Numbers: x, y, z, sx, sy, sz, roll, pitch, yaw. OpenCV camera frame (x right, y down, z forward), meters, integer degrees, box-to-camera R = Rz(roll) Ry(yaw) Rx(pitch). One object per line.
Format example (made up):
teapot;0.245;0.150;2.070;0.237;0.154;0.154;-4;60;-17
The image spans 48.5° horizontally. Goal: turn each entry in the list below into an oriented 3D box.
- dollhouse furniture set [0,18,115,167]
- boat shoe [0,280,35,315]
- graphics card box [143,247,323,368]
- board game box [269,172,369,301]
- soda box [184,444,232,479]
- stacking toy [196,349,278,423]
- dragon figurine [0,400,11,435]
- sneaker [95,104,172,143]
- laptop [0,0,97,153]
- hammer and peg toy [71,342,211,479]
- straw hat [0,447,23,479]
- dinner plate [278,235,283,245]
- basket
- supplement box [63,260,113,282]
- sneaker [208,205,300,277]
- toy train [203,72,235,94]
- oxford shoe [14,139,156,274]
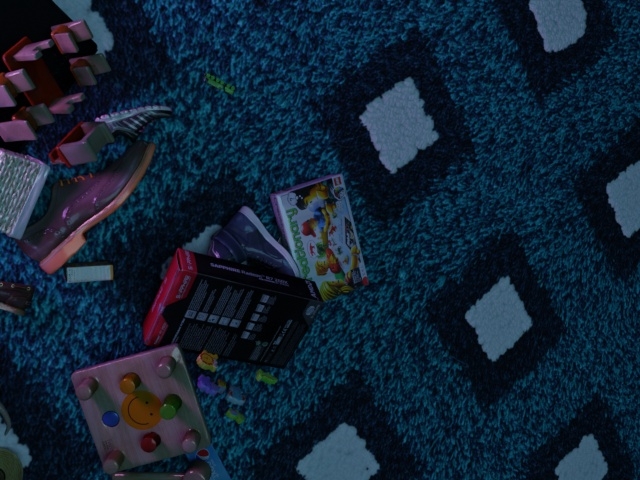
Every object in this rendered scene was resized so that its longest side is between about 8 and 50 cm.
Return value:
dollhouse furniture set;-0.544;-0.277;1.432;0.262;0.135;0.259;-64;143;-42
boat shoe;-0.706;0.091;1.483;0.207;0.073;0.073;26;83;-34
graphics card box;-0.205;0.169;1.682;0.370;0.094;0.233;15;118;-26
board game box;0.000;0.000;1.820;0.193;0.053;0.305;-21;104;-23
soda box;-0.285;0.545;1.748;0.067;0.071;0.210;-31;109;-21
stacking toy;-0.237;0.365;1.719;0.221;0.052;0.167;25;116;-28
dragon figurine;-0.742;0.286;1.476;0.085;0.144;0.289;-48;133;-16
sneaker;-0.413;-0.259;1.594;0.170;0.063;0.075;-17;103;-19
laptop;-0.752;-0.398;1.429;0.408;0.236;0.382;32;80;2
hammer and peg toy;-0.391;0.431;1.600;0.265;0.127;0.361;-15;101;2
straw hat;-0.713;0.527;1.532;0.144;0.144;0.061;-17;145;-24
dinner plate;-0.052;0.025;1.836;0.141;0.017;0.141;-4;98;-27
basket;-0.646;-0.103;1.448;0.103;0.113;0.167;23;90;-44
supplement box;-0.517;0.069;1.579;0.098;0.062;0.036;-3;98;-27
sneaker;-0.169;0.051;1.724;0.226;0.086;0.163;48;64;-6
toy train;-0.242;-0.373;1.692;0.083;0.017;0.024;23;96;-27
oxford shoe;-0.504;-0.100;1.533;0.133;0.130;0.364;44;76;-18
